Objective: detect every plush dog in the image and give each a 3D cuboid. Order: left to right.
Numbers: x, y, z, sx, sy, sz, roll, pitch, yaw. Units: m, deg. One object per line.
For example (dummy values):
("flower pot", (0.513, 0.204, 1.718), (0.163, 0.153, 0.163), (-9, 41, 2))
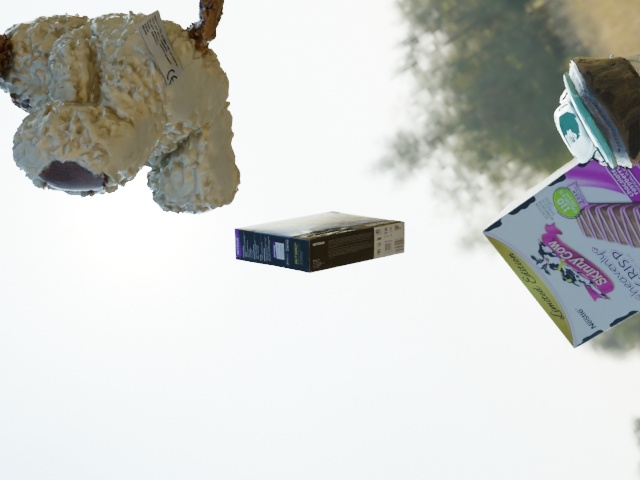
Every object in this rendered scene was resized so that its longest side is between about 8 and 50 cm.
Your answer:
("plush dog", (-0.202, -0.147, 1.227), (0.225, 0.211, 0.262), (16, -176, 30))

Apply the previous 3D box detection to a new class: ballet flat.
("ballet flat", (0.177, -0.081, 0.782), (0.074, 0.074, 0.203), (58, -173, 2))

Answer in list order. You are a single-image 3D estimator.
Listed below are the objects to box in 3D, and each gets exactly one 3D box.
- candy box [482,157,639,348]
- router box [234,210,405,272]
("candy box", (0.296, -0.015, 1.324), (0.159, 0.233, 0.071), (51, -138, 0))
("router box", (0.000, 0.000, 1.690), (0.179, 0.133, 0.046), (-11, -76, -46))
